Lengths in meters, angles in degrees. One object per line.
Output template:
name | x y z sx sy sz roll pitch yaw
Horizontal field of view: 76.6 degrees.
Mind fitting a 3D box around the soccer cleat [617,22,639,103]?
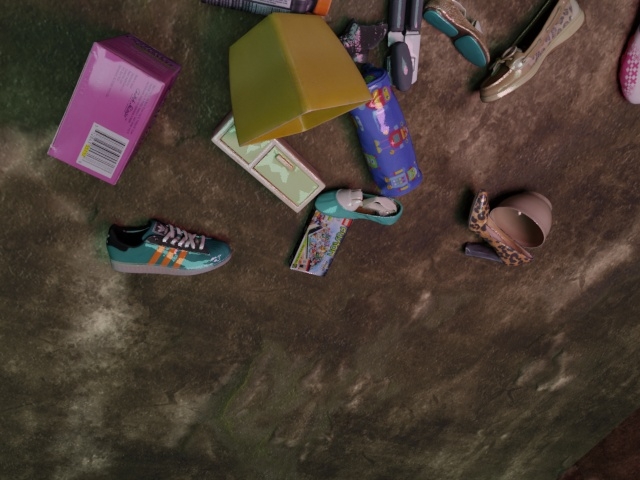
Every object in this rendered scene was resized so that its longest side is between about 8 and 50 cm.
soccer cleat | 0.819 -0.481 0.958 0.116 0.143 0.330 -13 122 -4

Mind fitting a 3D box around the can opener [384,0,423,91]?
can opener | 0.189 -0.468 0.861 0.076 0.095 0.283 -7 122 -9

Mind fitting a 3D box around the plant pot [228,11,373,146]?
plant pot | -0.060 -0.323 0.808 0.212 0.212 0.187 -11 102 44

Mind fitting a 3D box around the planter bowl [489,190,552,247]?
planter bowl | 0.588 -0.072 1.161 0.109 0.162 0.162 -46 122 -16

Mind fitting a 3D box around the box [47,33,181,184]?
box | -0.381 -0.260 0.779 0.117 0.243 0.213 28 111 -25

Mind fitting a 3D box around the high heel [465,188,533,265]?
high heel | 0.515 -0.035 1.143 0.187 0.093 0.261 11 139 25

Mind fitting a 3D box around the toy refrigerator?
toy refrigerator | -0.119 -0.193 0.962 0.102 0.094 0.270 -42 119 14

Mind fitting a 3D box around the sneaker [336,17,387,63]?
sneaker | 0.057 -0.439 0.881 0.171 0.051 0.089 0 120 -17

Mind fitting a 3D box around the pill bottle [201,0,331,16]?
pill bottle | -0.099 -0.496 0.765 0.246 0.130 0.130 4 119 -15

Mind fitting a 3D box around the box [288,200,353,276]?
box | 0.000 0.000 1.136 0.114 0.036 0.206 15 116 -20

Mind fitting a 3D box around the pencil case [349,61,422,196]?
pencil case | 0.143 -0.252 0.967 0.119 0.133 0.306 -40 125 -16

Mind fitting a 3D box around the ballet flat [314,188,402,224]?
ballet flat | 0.110 -0.099 1.067 0.248 0.083 0.087 9 150 -21

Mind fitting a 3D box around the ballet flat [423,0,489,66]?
ballet flat | 0.319 -0.475 0.904 0.206 0.073 0.067 27 89 -29

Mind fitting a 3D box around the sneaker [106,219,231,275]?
sneaker | -0.380 0.011 1.021 0.303 0.108 0.120 -2 125 -9

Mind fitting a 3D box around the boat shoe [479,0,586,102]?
boat shoe | 0.472 -0.444 0.940 0.285 0.104 0.089 -46 114 4
